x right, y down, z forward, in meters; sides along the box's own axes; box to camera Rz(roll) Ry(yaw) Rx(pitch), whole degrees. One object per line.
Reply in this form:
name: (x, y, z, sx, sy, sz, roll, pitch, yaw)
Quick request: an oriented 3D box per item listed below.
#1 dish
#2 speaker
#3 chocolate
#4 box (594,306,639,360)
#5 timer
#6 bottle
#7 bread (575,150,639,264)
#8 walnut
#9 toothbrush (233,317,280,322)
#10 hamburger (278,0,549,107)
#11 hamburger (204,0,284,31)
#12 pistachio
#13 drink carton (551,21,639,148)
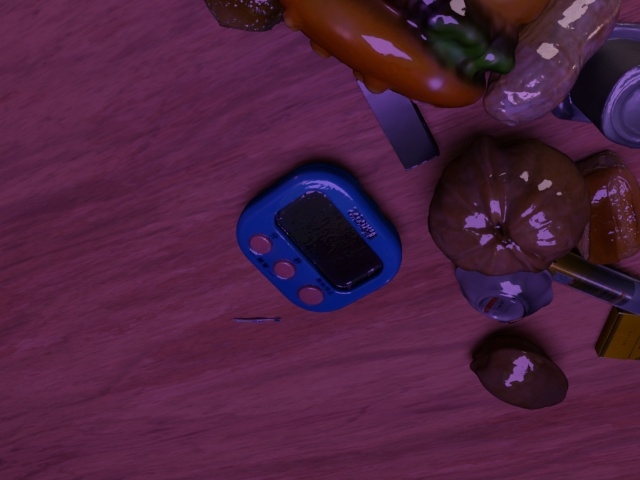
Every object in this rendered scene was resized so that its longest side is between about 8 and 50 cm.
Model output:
dish: (0.417, 0.129, 1.201, 0.230, 0.081, 0.229, 15, 145, 11)
speaker: (0.159, -0.250, 1.046, 0.082, 0.044, 0.218, -25, 118, 21)
chocolate: (0.383, -0.312, 0.858, 0.309, 0.134, 0.134, -48, 113, -12)
box: (0.848, 0.236, 1.293, 0.279, 0.041, 0.153, 4, 125, 3)
timer: (0.000, 0.000, 1.187, 0.309, 0.115, 0.340, -31, 115, 25)
bottle: (0.628, 0.089, 1.193, 0.286, 0.082, 0.082, 22, 123, -8)
bread: (0.590, -0.058, 1.087, 0.140, 0.106, 0.236, -16, 119, 19)
walnut: (0.355, -0.066, 1.012, 0.296, 0.285, 0.285, -25, 117, 30)
toothbrush: (-0.172, 0.216, 1.411, 0.131, 0.013, 0.011, -1, 118, 10)
hamburger: (0.134, -0.366, 0.777, 0.396, 0.395, 0.277, 26, 118, -11)
hamburger: (-0.122, -0.473, 0.885, 0.190, 0.122, 0.215, 7, 121, 6)
pistachio: (0.522, 0.345, 1.330, 0.261, 0.162, 0.213, 29, 155, -15)
drink carton: (0.534, -0.265, 0.913, 0.186, 0.189, 0.191, 12, 123, 5)
